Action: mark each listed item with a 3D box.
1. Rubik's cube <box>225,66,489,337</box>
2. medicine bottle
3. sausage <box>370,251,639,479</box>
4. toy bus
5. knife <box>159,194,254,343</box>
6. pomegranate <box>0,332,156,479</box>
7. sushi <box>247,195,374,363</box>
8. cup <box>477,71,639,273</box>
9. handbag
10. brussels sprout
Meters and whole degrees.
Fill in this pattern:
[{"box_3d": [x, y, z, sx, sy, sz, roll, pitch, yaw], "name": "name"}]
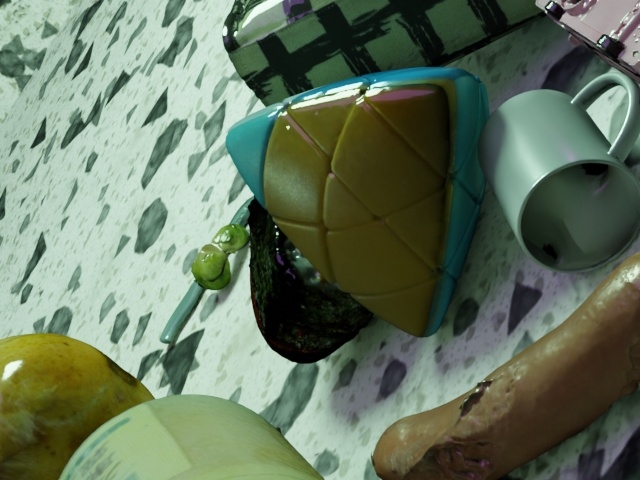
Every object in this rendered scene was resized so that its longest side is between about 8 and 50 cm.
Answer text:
[{"box_3d": [0.088, -0.039, 1.361, 0.254, 0.254, 0.254, -44, 29, 33], "name": "Rubik's cube"}, {"box_3d": [-0.056, 0.283, 1.152, 0.236, 0.235, 0.406, -60, 23, 1], "name": "medicine bottle"}, {"box_3d": [0.148, 0.115, 1.130, 0.326, 0.079, 0.087, -41, 41, 39], "name": "sausage"}, {"box_3d": [0.243, -0.166, 1.232, 0.063, 0.090, 0.203, -50, 26, 9], "name": "toy bus"}, {"box_3d": [-0.131, 0.034, 1.840, 0.210, 0.015, 0.028, -58, 17, 5], "name": "knife"}, {"box_3d": [-0.292, 0.232, 1.609, 0.307, 0.307, 0.307, -44, 29, 33], "name": "pomegranate"}, {"box_3d": [0.000, 0.000, 1.467, 0.126, 0.136, 0.225, 113, 167, -49], "name": "sushi"}, {"box_3d": [0.200, -0.056, 1.207, 0.136, 0.099, 0.133, -29, 30, 7], "name": "cup"}, {"box_3d": [0.081, -0.287, 1.512, 0.325, 0.162, 0.327, -24, 35, 19], "name": "handbag"}, {"box_3d": [-0.116, 0.016, 1.789, 0.083, 0.046, 0.051, -66, -17, -12], "name": "brussels sprout"}]
